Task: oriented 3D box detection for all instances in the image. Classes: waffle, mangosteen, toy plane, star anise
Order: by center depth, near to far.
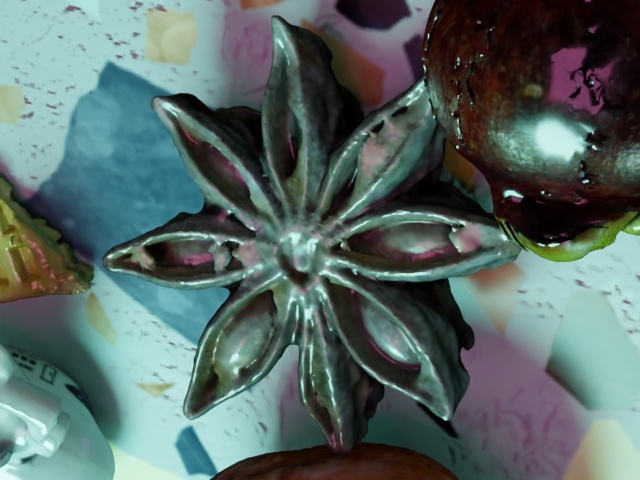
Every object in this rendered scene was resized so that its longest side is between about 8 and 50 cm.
[{"bbox_3d":[0.134,-0.071,0.606,0.166,0.166,0.180,2,119,23],"label":"mangosteen"},{"bbox_3d":[0.000,0.001,0.726,0.223,0.109,0.236,21,102,11],"label":"star anise"},{"bbox_3d":[-0.234,-0.048,0.847,0.125,0.032,0.191,-8,109,28],"label":"waffle"},{"bbox_3d":[-0.254,0.110,0.860,0.252,0.118,0.252,19,150,11],"label":"toy plane"}]

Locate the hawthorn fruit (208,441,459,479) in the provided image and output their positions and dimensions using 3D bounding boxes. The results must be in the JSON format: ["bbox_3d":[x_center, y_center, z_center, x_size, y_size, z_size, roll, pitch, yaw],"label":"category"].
[{"bbox_3d":[0.041,0.222,0.747,0.272,0.242,0.242,-21,103,2],"label":"hawthorn fruit"}]
